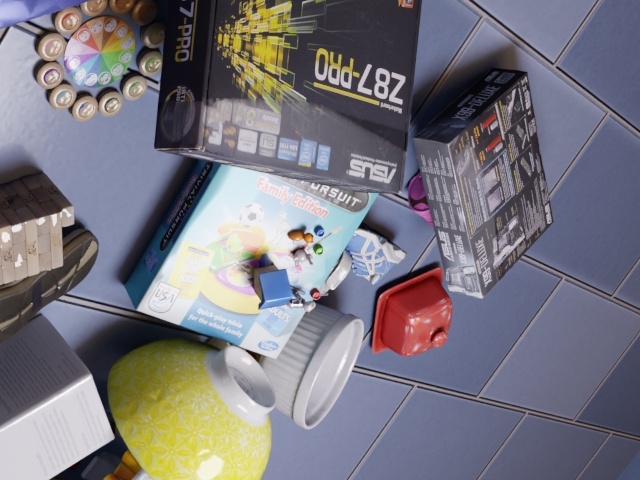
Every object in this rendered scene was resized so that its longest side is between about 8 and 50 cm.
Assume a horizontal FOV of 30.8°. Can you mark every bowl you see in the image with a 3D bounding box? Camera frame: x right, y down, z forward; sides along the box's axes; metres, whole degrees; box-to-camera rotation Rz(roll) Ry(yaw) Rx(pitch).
[{"bbox_3d":[-0.160,0.247,1.730,0.156,0.289,0.289,-38,145,16],"label":"bowl"}]

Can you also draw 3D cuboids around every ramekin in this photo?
[{"bbox_3d":[-0.022,0.202,1.951,0.207,0.109,0.207,-53,159,-32],"label":"ramekin"}]

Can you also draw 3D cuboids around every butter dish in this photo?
[{"bbox_3d":[0.188,0.153,2.151,0.159,0.118,0.160,-22,135,-30],"label":"butter dish"}]

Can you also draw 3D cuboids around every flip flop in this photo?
[{"bbox_3d":[-0.411,0.057,1.526,0.277,0.080,0.112,-39,160,-37],"label":"flip flop"}]

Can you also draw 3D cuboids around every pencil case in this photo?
[{"bbox_3d":[0.231,-0.056,2.036,0.095,0.098,0.209,-12,155,29],"label":"pencil case"}]

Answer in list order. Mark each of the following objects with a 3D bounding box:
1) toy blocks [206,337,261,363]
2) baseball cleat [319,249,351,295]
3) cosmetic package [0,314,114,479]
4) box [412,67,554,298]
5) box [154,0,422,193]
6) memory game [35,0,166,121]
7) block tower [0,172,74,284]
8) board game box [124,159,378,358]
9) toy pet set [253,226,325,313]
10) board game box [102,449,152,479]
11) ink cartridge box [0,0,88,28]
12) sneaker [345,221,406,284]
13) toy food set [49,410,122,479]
[{"bbox_3d":[-0.112,0.175,1.933,0.123,0.054,0.148,-53,144,4],"label":"toy blocks"},{"bbox_3d":[0.000,0.000,1.852,0.109,0.072,0.206,3,128,-9],"label":"baseball cleat"},{"bbox_3d":[-0.413,0.235,1.613,0.183,0.151,0.151,-30,139,-23],"label":"cosmetic package"},{"bbox_3d":[0.280,-0.095,1.944,0.242,0.076,0.307,-42,129,-34],"label":"box"},{"bbox_3d":[-0.029,-0.241,1.511,0.395,0.097,0.318,10,87,-48],"label":"box"},{"bbox_3d":[-0.272,-0.233,1.454,0.186,0.012,0.186,-25,137,-26],"label":"memory game"},{"bbox_3d":[-0.471,0.016,1.417,0.335,0.091,0.097,-20,135,-31],"label":"block tower"},{"bbox_3d":[-0.093,-0.013,1.708,0.253,0.079,0.336,23,106,-32],"label":"board game box"},{"bbox_3d":[-0.037,0.055,1.682,0.114,0.065,0.122,-9,120,-20],"label":"toy pet set"},{"bbox_3d":[-0.367,0.501,1.799,0.390,0.050,0.390,-48,167,-11],"label":"board game box"},{"bbox_3d":[-0.305,-0.378,1.243,0.324,0.071,0.330,-26,134,-27],"label":"ink cartridge box"},{"bbox_3d":[0.070,0.016,1.948,0.081,0.080,0.211,-54,141,3],"label":"sneaker"},{"bbox_3d":[-0.377,0.341,1.773,0.232,0.111,0.104,-51,143,7],"label":"toy food set"}]
